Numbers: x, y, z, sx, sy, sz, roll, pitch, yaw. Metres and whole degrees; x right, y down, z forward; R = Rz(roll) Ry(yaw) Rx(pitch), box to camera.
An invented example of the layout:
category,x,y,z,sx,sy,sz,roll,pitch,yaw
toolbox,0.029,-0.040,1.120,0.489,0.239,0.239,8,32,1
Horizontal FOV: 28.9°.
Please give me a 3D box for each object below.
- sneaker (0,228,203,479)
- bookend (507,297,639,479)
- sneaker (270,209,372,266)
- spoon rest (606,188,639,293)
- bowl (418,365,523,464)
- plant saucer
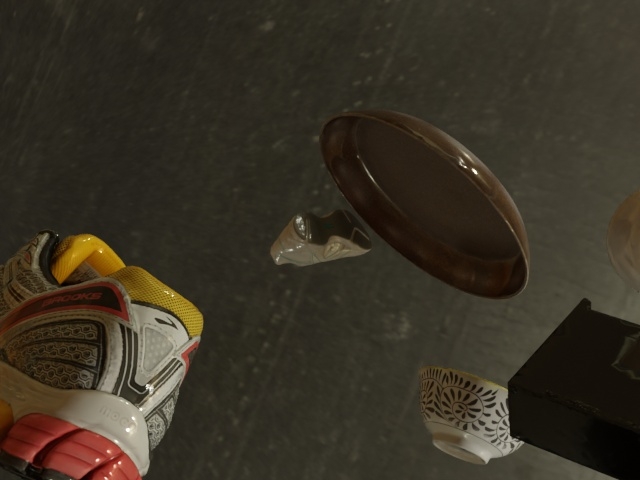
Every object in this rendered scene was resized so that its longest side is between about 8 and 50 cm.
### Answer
category,x,y,z,sx,sy,sz,roll,pitch,yaw
sneaker,-0.112,0.045,0.508,0.088,0.225,0.093,40,74,-30
bookend,0.289,0.146,1.212,0.157,0.156,0.072,-40,135,-39
sneaker,0.000,0.000,1.394,0.152,0.061,0.054,2,56,-52
spoon rest,0.450,0.052,1.445,0.137,0.084,0.276,-42,88,12
bowl,0.188,0.230,1.557,0.170,0.170,0.080,28,71,-15
plant saucer,0.133,-0.051,1.497,0.310,0.310,0.050,47,71,-12
